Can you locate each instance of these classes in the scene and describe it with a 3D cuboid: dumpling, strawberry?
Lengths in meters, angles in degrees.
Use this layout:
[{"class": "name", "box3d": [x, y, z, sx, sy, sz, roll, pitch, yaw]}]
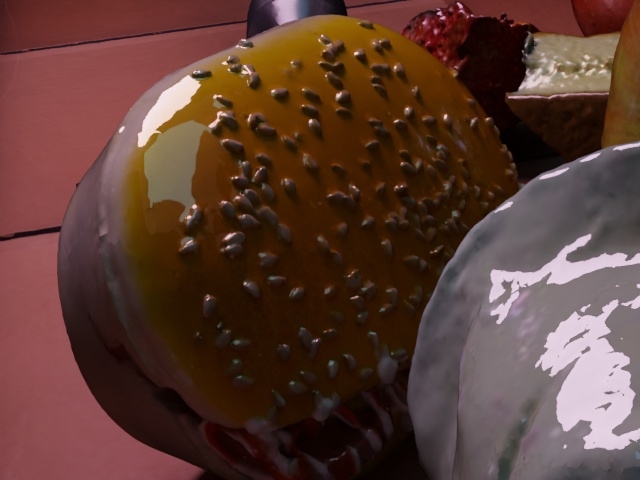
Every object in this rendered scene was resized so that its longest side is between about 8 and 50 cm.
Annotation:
[{"class": "dumpling", "box3d": [0.177, 0.100, 0.535, 0.320, 0.212, 0.270, 15, 66, 11]}, {"class": "strawberry", "box3d": [0.121, -0.123, 1.106, 0.140, 0.085, 0.192, 16, -5, -24]}]

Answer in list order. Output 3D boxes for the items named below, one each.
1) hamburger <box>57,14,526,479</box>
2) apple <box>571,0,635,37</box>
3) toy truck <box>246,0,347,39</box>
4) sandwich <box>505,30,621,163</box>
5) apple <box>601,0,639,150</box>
[{"class": "hamburger", "box3d": [0.000, 0.000, 0.753, 0.151, 0.227, 0.295, -14, 15, 46]}, {"class": "apple", "box3d": [0.307, -0.234, 1.246, 0.168, 0.181, 0.181, 8, 28, 25]}, {"class": "toy truck", "box3d": [-0.013, -0.105, 1.043, 0.147, 0.165, 0.224, -4, 25, 1]}, {"class": "sandwich", "box3d": [0.255, -0.080, 0.985, 0.235, 0.128, 0.122, 3, 30, 21]}, {"class": "apple", "box3d": [0.293, -0.050, 0.740, 0.250, 0.277, 0.309, 5, 37, -17]}]
